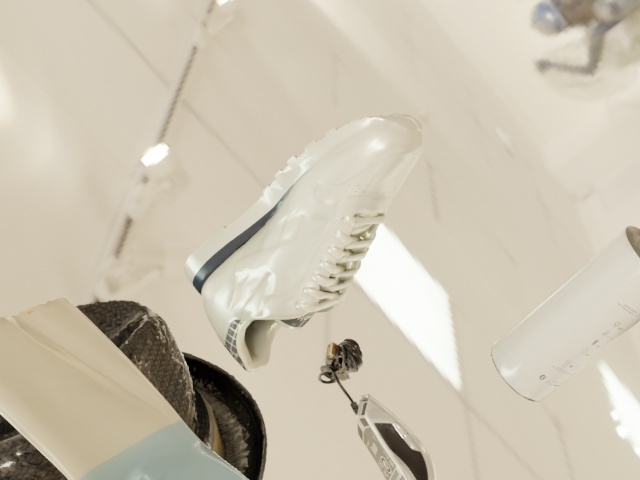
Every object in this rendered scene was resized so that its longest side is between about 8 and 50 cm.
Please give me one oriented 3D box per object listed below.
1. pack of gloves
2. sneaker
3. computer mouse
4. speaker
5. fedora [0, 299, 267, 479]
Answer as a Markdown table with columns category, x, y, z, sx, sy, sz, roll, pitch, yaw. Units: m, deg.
| category | x | y | z | sx | sy | sz | roll | pitch | yaw |
| --- | --- | --- | --- | --- | --- | --- | --- | --- | --- |
| pack of gloves | -0.111 | 0.134 | 0.502 | 0.232 | 0.046 | 0.195 | 40 | -145 | 22 |
| sneaker | 0.000 | 0.000 | 0.881 | 0.090 | 0.235 | 0.095 | 3 | -128 | -45 |
| computer mouse | 0.063 | 0.183 | 1.185 | 0.193 | 0.042 | 0.106 | 57 | 160 | 19 |
| speaker | 0.183 | 0.052 | 0.839 | 0.055 | 0.136 | 0.055 | 31 | -149 | -21 |
| fedora | -0.207 | 0.155 | 0.973 | 0.334 | 0.334 | 0.152 | -102 | 4 | -54 |
